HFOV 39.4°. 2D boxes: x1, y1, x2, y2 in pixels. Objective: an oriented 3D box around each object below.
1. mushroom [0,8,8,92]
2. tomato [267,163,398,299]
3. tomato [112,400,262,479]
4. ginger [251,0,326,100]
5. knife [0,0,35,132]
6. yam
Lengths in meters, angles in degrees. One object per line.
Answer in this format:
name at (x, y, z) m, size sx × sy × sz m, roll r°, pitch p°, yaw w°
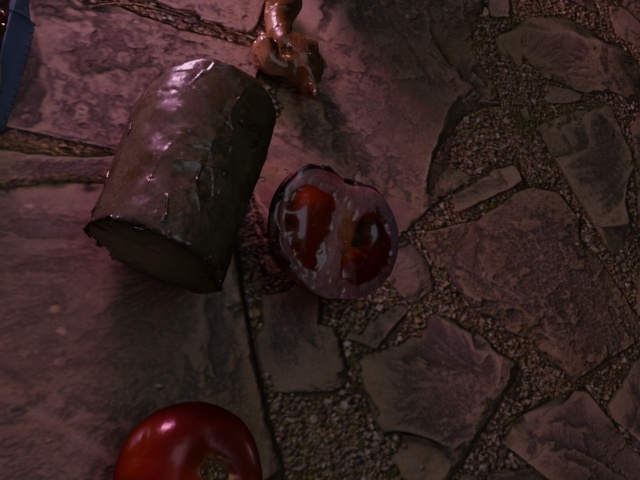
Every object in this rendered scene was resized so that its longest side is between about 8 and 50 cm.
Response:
mushroom at (-0.427, -0.218, 1.128) m, size 0.060 × 0.061 × 0.187 m, roll 2°, pitch 71°, yaw -23°
tomato at (0.000, 0.000, 1.351) m, size 0.228 × 0.112 × 0.199 m, roll 25°, pitch 65°, yaw -28°
tomato at (-0.162, 0.295, 1.088) m, size 0.195 × 0.136 × 0.195 m, roll 18°, pitch 59°, yaw -33°
ginger at (-0.045, -0.335, 1.494) m, size 0.133 × 0.059 × 0.214 m, roll 20°, pitch 58°, yaw -20°
knife at (-0.403, -0.292, 1.200) m, size 0.044 × 0.019 × 0.313 m, roll 25°, pitch 67°, yaw -47°
yam at (-0.181, -0.092, 1.203) m, size 0.195 × 0.195 × 0.300 m, roll 30°, pitch 57°, yaw -24°
